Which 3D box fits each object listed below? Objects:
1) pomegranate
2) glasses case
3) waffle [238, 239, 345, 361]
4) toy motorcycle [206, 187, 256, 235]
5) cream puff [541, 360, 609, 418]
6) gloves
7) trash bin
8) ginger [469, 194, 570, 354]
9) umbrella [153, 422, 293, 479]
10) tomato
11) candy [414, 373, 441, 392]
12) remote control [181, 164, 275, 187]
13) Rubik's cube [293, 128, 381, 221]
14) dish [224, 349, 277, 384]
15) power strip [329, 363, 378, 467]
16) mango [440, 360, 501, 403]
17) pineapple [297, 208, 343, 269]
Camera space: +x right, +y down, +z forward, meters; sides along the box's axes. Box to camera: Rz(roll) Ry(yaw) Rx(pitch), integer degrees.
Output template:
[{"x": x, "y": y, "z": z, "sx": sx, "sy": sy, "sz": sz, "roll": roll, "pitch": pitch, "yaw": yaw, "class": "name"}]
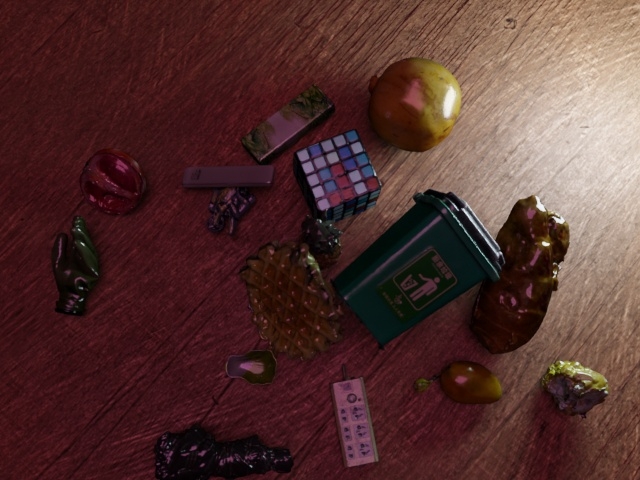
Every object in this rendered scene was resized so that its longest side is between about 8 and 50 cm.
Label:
[{"x": 0.251, "y": -0.377, "z": 1.639, "sx": 0.265, "sy": 0.264, "sz": 0.264, "roll": 0, "pitch": 78, "yaw": -2, "class": "pomegranate"}, {"x": -0.090, "y": -0.325, "z": 1.713, "sx": 0.272, "sy": 0.062, "sz": 0.095, "roll": -38, "pitch": 76, "yaw": -9, "class": "glasses case"}, {"x": -0.077, "y": 0.153, "z": 1.534, "sx": 0.073, "sy": 0.297, "sz": 0.317, "roll": -23, "pitch": 90, "yaw": -48, "class": "waffle"}, {"x": -0.242, "y": -0.105, "z": 1.662, "sx": 0.124, "sy": 0.061, "sz": 0.193, "roll": 7, "pitch": 70, "yaw": 7, "class": "toy motorcycle"}, {"x": 0.657, "y": 0.369, "z": 1.559, "sx": 0.121, "sy": 0.156, "sz": 0.156, "roll": -22, "pitch": 80, "yaw": -21, "class": "cream puff"}, {"x": -0.647, "y": 0.068, "z": 1.594, "sx": 0.135, "sy": 0.107, "sz": 0.268, "roll": 8, "pitch": 95, "yaw": 8, "class": "gloves"}, {"x": 0.229, "y": 0.063, "z": 1.532, "sx": 0.381, "sy": 0.295, "sz": 0.259, "roll": -37, "pitch": 100, "yaw": 2, "class": "trash bin"}, {"x": 0.536, "y": 0.101, "z": 1.584, "sx": 0.176, "sy": 0.254, "sz": 0.418, "roll": 17, "pitch": 93, "yaw": 42, "class": "ginger"}, {"x": -0.242, "y": 0.527, "z": 1.509, "sx": 0.337, "sy": 0.128, "sz": 0.154, "roll": -7, "pitch": 94, "yaw": -9, "class": "umbrella"}, {"x": -0.555, "y": -0.169, "z": 1.653, "sx": 0.173, "sy": 0.099, "sz": 0.189, "roll": 38, "pitch": 119, "yaw": -9, "class": "tomato"}, {"x": 0.302, "y": 0.365, "z": 1.600, "sx": 0.123, "sy": 0.035, "sz": 0.035, "roll": -25, "pitch": 85, "yaw": -14, "class": "candy"}, {"x": -0.253, "y": -0.173, "z": 1.652, "sx": 0.261, "sy": 0.029, "sz": 0.067, "roll": 0, "pitch": 58, "yaw": 11, "class": "remote control"}, {"x": 0.042, "y": -0.162, "z": 1.621, "sx": 0.182, "sy": 0.184, "sz": 0.187, "roll": -21, "pitch": 81, "yaw": -7, "class": "Rubik's cube"}, {"x": -0.181, "y": 0.331, "z": 1.586, "sx": 0.137, "sy": 0.039, "sz": 0.091, "roll": 1, "pitch": 84, "yaw": 2, "class": "dish"}, {"x": 0.083, "y": 0.455, "z": 1.570, "sx": 0.092, "sy": 0.034, "sz": 0.267, "roll": -10, "pitch": 79, "yaw": -3, "class": "power strip"}, {"x": 0.394, "y": 0.370, "z": 1.573, "sx": 0.163, "sy": 0.089, "sz": 0.111, "roll": 2, "pitch": 90, "yaw": -11, "class": "mango"}, {"x": -0.001, "y": 0.001, "z": 1.553, "sx": 0.128, "sy": 0.248, "sz": 0.128, "roll": 0, "pitch": 75, "yaw": -1, "class": "pineapple"}]
